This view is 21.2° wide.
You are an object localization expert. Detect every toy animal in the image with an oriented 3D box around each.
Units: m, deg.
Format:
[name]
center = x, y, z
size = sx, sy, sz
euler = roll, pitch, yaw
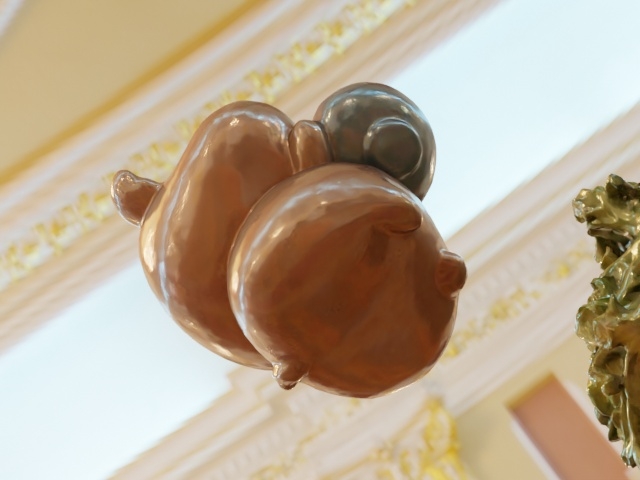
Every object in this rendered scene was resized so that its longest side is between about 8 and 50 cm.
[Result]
[toy animal]
center = -0.010, 0.017, 1.212
size = 0.229, 0.221, 0.210
euler = -34, -54, 21

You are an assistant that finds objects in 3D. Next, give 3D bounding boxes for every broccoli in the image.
[broccoli]
center = 0.270, 0.034, 1.139
size = 0.248, 0.288, 0.245
euler = -45, -55, -18
